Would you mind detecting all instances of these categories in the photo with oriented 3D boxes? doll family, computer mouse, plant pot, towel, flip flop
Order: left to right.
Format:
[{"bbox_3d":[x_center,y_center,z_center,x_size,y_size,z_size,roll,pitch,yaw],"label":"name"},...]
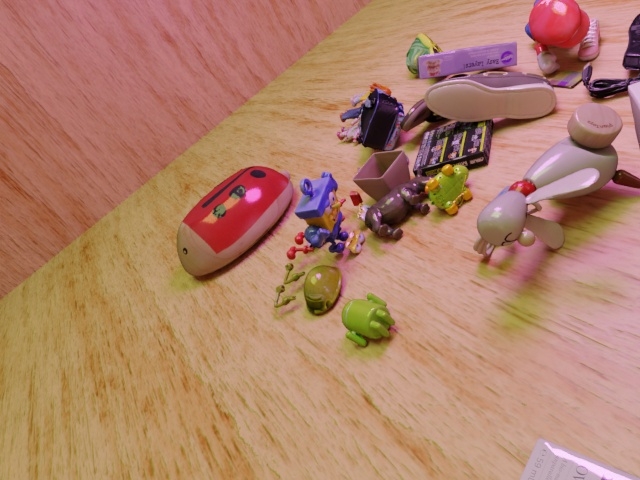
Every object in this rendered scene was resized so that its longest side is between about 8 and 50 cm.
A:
[{"bbox_3d":[0.154,-0.448,1.652,0.163,0.118,0.263,3,48,47],"label":"doll family"},{"bbox_3d":[0.168,-0.157,1.254,0.109,0.096,0.109,5,49,52],"label":"plant pot"},{"bbox_3d":[0.343,-0.381,1.400,0.277,0.112,0.080,-36,71,-25],"label":"flip flop"},{"bbox_3d":[0.621,-0.407,1.235,0.060,0.009,0.083,-38,31,-5],"label":"towel"},{"bbox_3d":[0.707,-0.417,1.121,0.184,0.060,0.262,0,57,39],"label":"computer mouse"}]

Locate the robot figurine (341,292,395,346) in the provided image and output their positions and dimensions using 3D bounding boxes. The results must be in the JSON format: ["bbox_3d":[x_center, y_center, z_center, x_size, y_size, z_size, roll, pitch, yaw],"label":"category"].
[{"bbox_3d":[0.087,0.149,0.942,0.115,0.067,0.101,8,63,50],"label":"robot figurine"}]

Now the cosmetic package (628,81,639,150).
[{"bbox_3d":[0.671,-0.183,0.694,0.365,0.197,0.155,-20,35,28],"label":"cosmetic package"}]

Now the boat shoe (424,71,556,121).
[{"bbox_3d":[0.415,-0.362,1.214,0.304,0.109,0.091,5,44,15],"label":"boat shoe"}]

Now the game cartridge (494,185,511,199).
[{"bbox_3d":[0.389,-0.083,1.015,0.083,0.017,0.056,-49,29,-21],"label":"game cartridge"}]

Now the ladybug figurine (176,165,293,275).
[{"bbox_3d":[-0.277,-0.085,1.539,0.449,0.162,0.305,-45,31,-15],"label":"ladybug figurine"}]

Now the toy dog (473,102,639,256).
[{"bbox_3d":[0.423,-0.077,0.837,0.161,0.220,0.334,39,83,27],"label":"toy dog"}]

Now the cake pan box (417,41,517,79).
[{"bbox_3d":[0.411,-0.514,1.400,0.266,0.070,0.246,-6,20,10],"label":"cake pan box"}]

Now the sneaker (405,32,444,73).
[{"bbox_3d":[0.374,-0.627,1.723,0.123,0.109,0.296,-48,25,27],"label":"sneaker"}]

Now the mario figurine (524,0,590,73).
[{"bbox_3d":[0.637,-0.567,1.291,0.170,0.198,0.321,-15,22,23],"label":"mario figurine"}]

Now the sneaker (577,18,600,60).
[{"bbox_3d":[0.693,-0.525,1.268,0.050,0.070,0.134,-1,45,39],"label":"sneaker"}]

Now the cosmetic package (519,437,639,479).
[{"bbox_3d":[0.271,0.341,0.426,0.224,0.138,0.224,8,52,48],"label":"cosmetic package"}]

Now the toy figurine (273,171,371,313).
[{"bbox_3d":[-0.027,-0.039,1.139,0.191,0.217,0.363,1,49,28],"label":"toy figurine"}]

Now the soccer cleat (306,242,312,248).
[{"bbox_3d":[0.000,0.000,1.279,0.083,0.029,0.036,-26,40,22],"label":"soccer cleat"}]

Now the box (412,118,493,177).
[{"bbox_3d":[0.341,-0.240,1.254,0.184,0.045,0.191,-11,38,32],"label":"box"}]

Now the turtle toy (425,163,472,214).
[{"bbox_3d":[0.291,-0.122,1.107,0.130,0.095,0.066,-42,10,-13],"label":"turtle toy"}]

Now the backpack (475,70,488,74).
[{"bbox_3d":[0.425,-0.399,1.335,0.101,0.098,0.120,-9,40,43],"label":"backpack"}]

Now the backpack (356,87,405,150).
[{"bbox_3d":[0.180,-0.372,1.484,0.173,0.116,0.158,-87,14,-56],"label":"backpack"}]

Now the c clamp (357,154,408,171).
[{"bbox_3d":[0.175,-0.212,1.401,0.160,0.022,0.137,-24,32,20],"label":"c clamp"}]

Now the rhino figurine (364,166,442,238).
[{"bbox_3d":[0.204,-0.097,1.164,0.243,0.073,0.106,-40,33,-11],"label":"rhino figurine"}]
